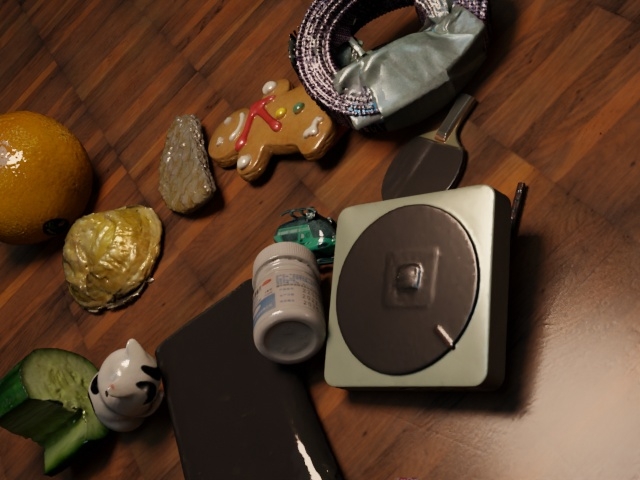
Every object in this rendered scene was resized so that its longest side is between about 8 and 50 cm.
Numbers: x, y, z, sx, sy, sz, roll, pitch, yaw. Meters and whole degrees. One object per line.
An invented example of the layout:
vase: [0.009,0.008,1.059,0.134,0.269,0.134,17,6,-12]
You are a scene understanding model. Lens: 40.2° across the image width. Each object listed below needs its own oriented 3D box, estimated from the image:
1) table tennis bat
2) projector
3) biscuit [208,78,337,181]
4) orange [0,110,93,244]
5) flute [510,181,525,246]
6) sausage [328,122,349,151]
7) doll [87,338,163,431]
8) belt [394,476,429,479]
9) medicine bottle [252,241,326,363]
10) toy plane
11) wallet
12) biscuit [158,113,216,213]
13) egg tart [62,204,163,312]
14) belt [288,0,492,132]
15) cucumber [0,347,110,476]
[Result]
table tennis bat: [0.173,-0.130,1.332,0.130,0.019,0.220,25,81,45]
projector: [0.130,0.071,1.164,0.257,0.079,0.259,-8,69,40]
biscuit: [-0.090,-0.206,1.552,0.339,0.047,0.216,-2,57,45]
orange: [-0.604,-0.126,1.782,0.274,0.274,0.274,-21,51,27]
flute: [0.239,0.039,1.165,0.014,0.014,0.270,0,63,39]
sausage: [0.073,-0.241,1.477,0.253,0.034,0.034,-50,43,1]
doll: [-0.305,0.232,1.376,0.181,0.107,0.110,136,149,-55]
belt: [0.094,0.388,1.002,0.053,0.071,0.232,-2,62,21]
medicine bottle: [-0.047,0.089,1.265,0.105,0.105,0.168,-33,31,17]
toy plane: [0.000,0.000,1.355,0.235,0.060,0.096,-5,66,40]
wallet: [-0.117,0.255,1.274,0.228,0.062,0.406,-38,44,13]
biscuit: [-0.262,-0.132,1.660,0.141,0.038,0.290,-49,38,24]
egg tart: [-0.407,0.020,1.650,0.252,0.098,0.232,30,86,43]
belt: [0.117,-0.317,1.386,0.324,0.122,0.260,-28,72,5]
cucumber: [-0.443,0.271,1.446,0.130,0.191,0.191,-40,44,9]
